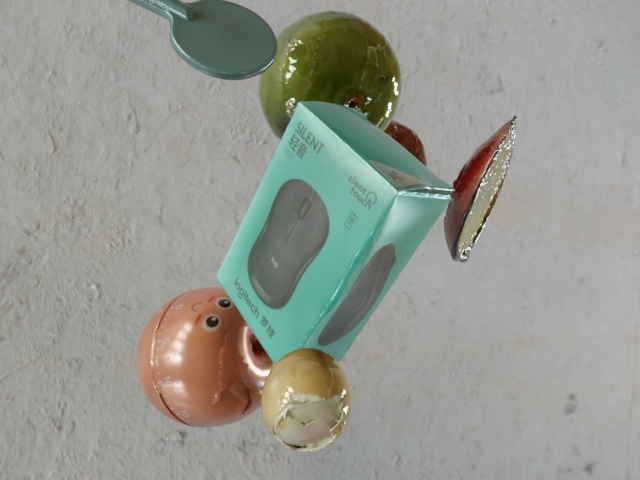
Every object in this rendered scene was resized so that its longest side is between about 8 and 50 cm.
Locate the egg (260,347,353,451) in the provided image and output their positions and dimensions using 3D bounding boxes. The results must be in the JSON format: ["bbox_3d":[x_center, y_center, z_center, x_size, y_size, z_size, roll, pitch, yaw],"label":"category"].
[{"bbox_3d":[-0.012,0.134,0.444,0.080,0.096,0.080,-1,114,-3],"label":"egg"}]

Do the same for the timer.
[{"bbox_3d":[-0.180,0.190,0.846,0.229,0.214,0.230,39,45,-55],"label":"timer"}]

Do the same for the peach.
[{"bbox_3d":[0.245,-0.082,0.819,0.189,0.068,0.279,-45,150,-43],"label":"peach"}]

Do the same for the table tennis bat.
[{"bbox_3d":[-0.179,-0.321,0.749,0.244,0.040,0.153,28,59,-1],"label":"table tennis bat"}]

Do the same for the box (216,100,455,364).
[{"bbox_3d":[0.000,0.000,0.677,0.118,0.205,0.311,-3,132,-48],"label":"box"}]

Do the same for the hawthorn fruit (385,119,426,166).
[{"bbox_3d":[0.159,-0.184,1.401,0.275,0.300,0.276,-2,66,5],"label":"hawthorn fruit"}]

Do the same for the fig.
[{"bbox_3d":[0.005,-0.323,1.056,0.316,0.316,0.316,0,90,-28],"label":"fig"}]
